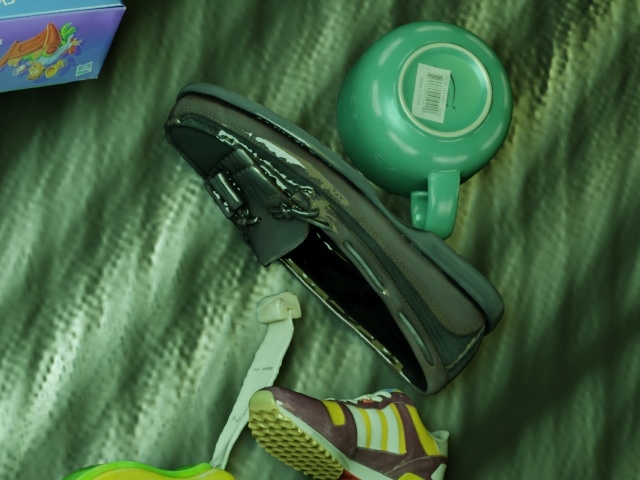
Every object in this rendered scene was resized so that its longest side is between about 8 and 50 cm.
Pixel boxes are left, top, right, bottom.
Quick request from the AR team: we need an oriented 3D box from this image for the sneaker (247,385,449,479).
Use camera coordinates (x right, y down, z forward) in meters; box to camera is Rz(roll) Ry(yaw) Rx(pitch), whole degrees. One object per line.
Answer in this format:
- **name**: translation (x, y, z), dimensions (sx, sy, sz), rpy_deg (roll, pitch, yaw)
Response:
- **sneaker**: translation (0.022, 0.138, 1.270), dimensions (0.185, 0.069, 0.084), rpy_deg (38, 62, -34)

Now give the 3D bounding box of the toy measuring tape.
- **toy measuring tape**: translation (-0.123, 0.161, 1.233), dimensions (0.121, 0.121, 0.330), rpy_deg (27, 69, -6)

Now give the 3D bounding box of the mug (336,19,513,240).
- **mug**: translation (0.092, -0.095, 1.327), dimensions (0.129, 0.097, 0.158), rpy_deg (-37, 89, -15)

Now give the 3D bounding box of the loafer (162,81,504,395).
- **loafer**: translation (0.000, 0.000, 1.283), dimensions (0.302, 0.109, 0.095), rpy_deg (36, 67, -7)

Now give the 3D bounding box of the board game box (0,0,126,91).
- **board game box**: translation (-0.338, -0.197, 1.135), dimensions (0.347, 0.078, 0.233), rpy_deg (-12, 60, -33)
